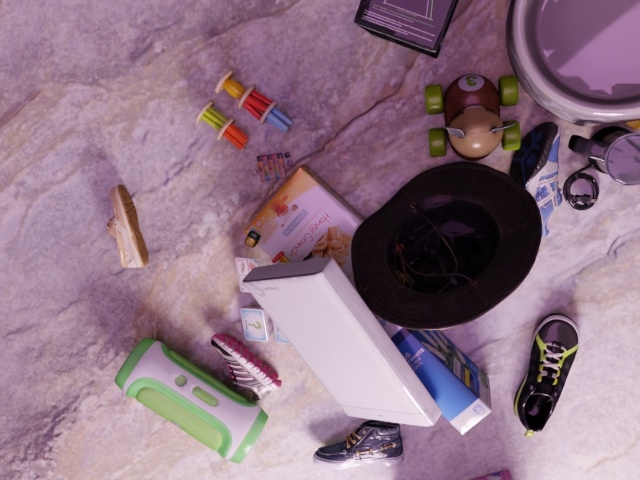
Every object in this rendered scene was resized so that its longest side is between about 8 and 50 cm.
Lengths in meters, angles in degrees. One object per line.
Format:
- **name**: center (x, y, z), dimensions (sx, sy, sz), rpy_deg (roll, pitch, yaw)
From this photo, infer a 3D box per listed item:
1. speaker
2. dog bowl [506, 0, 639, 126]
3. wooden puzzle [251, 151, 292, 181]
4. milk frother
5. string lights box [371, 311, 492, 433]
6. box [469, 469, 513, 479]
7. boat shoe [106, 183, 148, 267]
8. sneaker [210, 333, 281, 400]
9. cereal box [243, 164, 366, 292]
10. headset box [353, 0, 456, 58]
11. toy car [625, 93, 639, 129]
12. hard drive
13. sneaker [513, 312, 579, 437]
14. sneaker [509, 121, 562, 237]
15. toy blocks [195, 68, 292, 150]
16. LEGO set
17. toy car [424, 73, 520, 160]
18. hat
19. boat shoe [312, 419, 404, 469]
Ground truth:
- **speaker**: center (-0.256, 0.318, 1.350), dimensions (0.296, 0.131, 0.131), rpy_deg (33, 106, 1)
- **dog bowl**: center (0.459, -0.345, 1.041), dimensions (0.349, 0.102, 0.349), rpy_deg (4, 101, 22)
- **wooden puzzle**: center (-0.092, -0.138, 1.273), dimensions (0.083, 0.006, 0.049), rpy_deg (-6, 102, 11)
- **milk frother**: center (0.475, -0.111, 1.118), dimensions (0.129, 0.135, 0.143), rpy_deg (-2, 103, 11)
- **string lights box**: center (0.195, 0.217, 1.245), dimensions (0.260, 0.133, 0.077), rpy_deg (44, 109, -3)
- **box**: center (0.269, 0.570, 1.277), dimensions (0.243, 0.213, 0.117), rpy_deg (-21, 99, 14)
- **boat shoe**: center (-0.389, -0.023, 1.322), dimensions (0.059, 0.063, 0.170), rpy_deg (-11, 102, 6)
- **sneaker**: center (-0.162, 0.258, 1.352), dimensions (0.170, 0.063, 0.075), rpy_deg (41, 100, -7)
- **cereal box**: center (0.000, 0.000, 1.269), dimensions (0.240, 0.047, 0.173), rpy_deg (41, 107, -2)
- **headset box**: center (0.171, -0.439, 1.033), dimensions (0.131, 0.246, 0.283), rpy_deg (21, 105, 5)
- **toy car**: center (0.594, -0.308, 1.093), dimensions (0.239, 0.053, 0.225), rpy_deg (-9, 101, 11)
- **hard drive**: center (0.035, 0.185, 1.194), dimensions (0.233, 0.047, 0.353), rpy_deg (-10, 121, 51)
- **sneaker**: center (0.420, 0.252, 1.234), dimensions (0.084, 0.097, 0.234), rpy_deg (13, 105, 6)
- **sneaker**: center (0.379, -0.101, 1.178), dimensions (0.081, 0.080, 0.211), rpy_deg (9, 104, -19)
- **toy blocks**: center (-0.138, -0.221, 1.236), dimensions (0.148, 0.054, 0.123), rpy_deg (36, 106, -1)
- **LEGO set**: center (-0.079, 0.101, 1.271), dimensions (0.182, 0.060, 0.244), rpy_deg (3, 117, 17)
- **toy car**: center (0.253, -0.197, 1.106), dimensions (0.155, 0.188, 0.149), rpy_deg (-5, 103, 10)
- **hat**: center (0.224, 0.032, 1.165), dimensions (0.331, 0.331, 0.134), rpy_deg (-20, 140, 14)
- **boat shoe**: center (0.073, 0.403, 1.351), dimensions (0.183, 0.065, 0.083), rpy_deg (-4, 102, 4)
